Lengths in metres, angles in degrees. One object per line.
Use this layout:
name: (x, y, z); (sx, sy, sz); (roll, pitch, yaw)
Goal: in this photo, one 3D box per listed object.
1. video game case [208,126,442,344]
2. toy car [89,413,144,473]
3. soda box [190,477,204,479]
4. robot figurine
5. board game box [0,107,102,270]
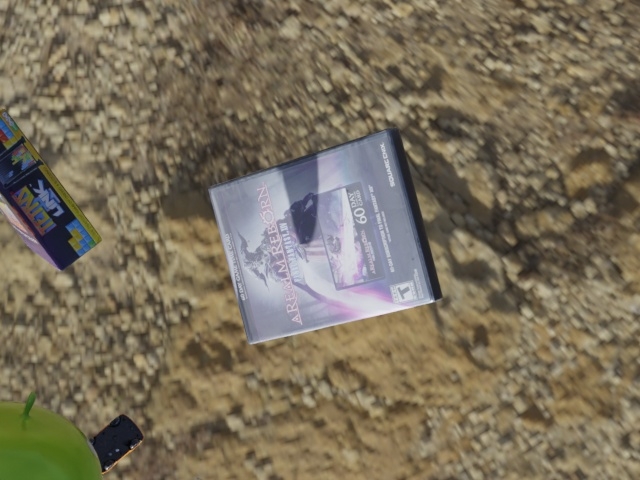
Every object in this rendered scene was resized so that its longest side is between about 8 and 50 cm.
video game case: (0.000, 0.000, 1.745); (0.274, 0.026, 0.196); (-16, 88, 37)
toy car: (-0.231, 0.176, 1.450); (0.122, 0.040, 0.060); (31, 66, 1)
soda box: (-0.186, 0.302, 1.242); (0.286, 0.098, 0.091); (-26, 101, -23)
robot figurine: (-0.107, 0.106, 0.509); (0.067, 0.101, 0.115); (5, 87, -34)
board game box: (-0.267, -0.051, 1.343); (0.048, 0.170, 0.141); (-38, 107, -12)
